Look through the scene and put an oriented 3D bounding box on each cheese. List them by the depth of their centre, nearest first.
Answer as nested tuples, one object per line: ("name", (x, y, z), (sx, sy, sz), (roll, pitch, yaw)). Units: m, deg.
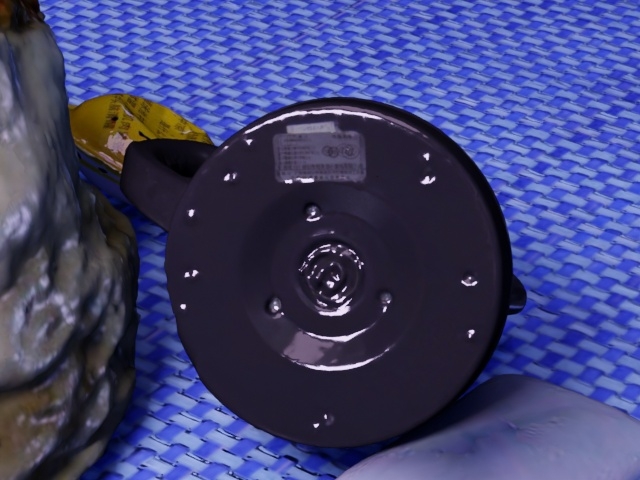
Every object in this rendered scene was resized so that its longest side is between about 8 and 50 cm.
("cheese", (-0.170, -0.083, 1.450), (0.250, 0.064, 0.156), (25, 15, -8))

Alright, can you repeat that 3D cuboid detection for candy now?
("candy", (0.104, 0.141, 1.136), (0.174, 0.071, 0.138), (-26, 32, -38))

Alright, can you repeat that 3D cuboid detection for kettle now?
("kettle", (0.010, 0.014, 1.241), (0.250, 0.207, 0.271), (-11, 3, 13))

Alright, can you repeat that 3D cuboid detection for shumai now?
("shumai", (-0.274, -0.020, 1.154), (0.324, 0.323, 0.397), (10, 32, 11))
